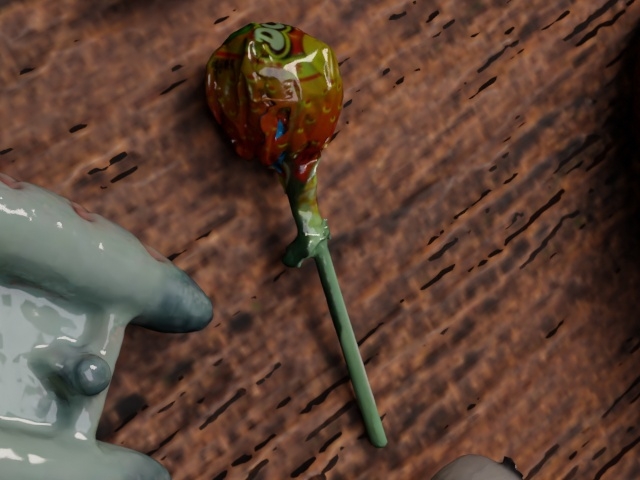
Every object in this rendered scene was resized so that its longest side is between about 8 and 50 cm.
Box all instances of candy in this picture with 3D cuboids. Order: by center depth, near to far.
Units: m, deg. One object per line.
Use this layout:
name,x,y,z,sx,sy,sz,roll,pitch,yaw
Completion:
candy,0.000,0.000,0.614,0.060,0.060,0.201,-21,101,-27

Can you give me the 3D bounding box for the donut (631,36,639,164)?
donut,0.219,-0.071,0.691,0.151,0.112,0.295,27,72,-19

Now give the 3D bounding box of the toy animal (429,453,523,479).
toy animal,-0.003,0.165,0.547,0.221,0.131,0.104,-12,132,-26

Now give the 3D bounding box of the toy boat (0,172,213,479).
toy boat,-0.138,0.036,0.521,0.207,0.079,0.134,21,78,-24
